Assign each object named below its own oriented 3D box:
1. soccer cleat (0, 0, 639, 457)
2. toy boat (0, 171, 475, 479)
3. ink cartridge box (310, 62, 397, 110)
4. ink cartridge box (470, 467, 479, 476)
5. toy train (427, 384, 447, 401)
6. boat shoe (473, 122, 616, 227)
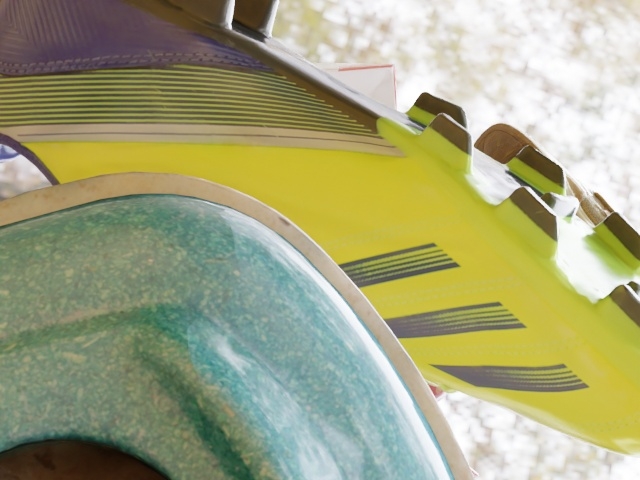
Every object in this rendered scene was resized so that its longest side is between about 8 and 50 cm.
[{"bbox_3d":[0.000,0.000,0.602,0.289,0.093,0.121,33,-78,18],"label":"soccer cleat"},{"bbox_3d":[-0.125,0.044,0.387,0.318,0.267,0.148,54,-12,4],"label":"toy boat"},{"bbox_3d":[-0.029,-0.127,1.635,0.198,0.115,0.067,11,-74,60],"label":"ink cartridge box"},{"bbox_3d":[-0.010,0.136,1.629,0.239,0.275,0.060,30,-99,41],"label":"ink cartridge box"},{"bbox_3d":[-0.014,0.076,0.818,0.105,0.143,0.248,20,-43,35],"label":"toy train"},{"bbox_3d":[0.236,0.003,1.662,0.109,0.098,0.302,-57,-136,21],"label":"boat shoe"}]
